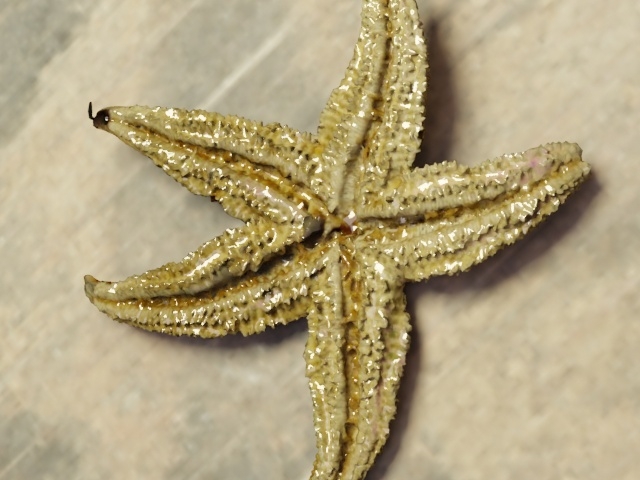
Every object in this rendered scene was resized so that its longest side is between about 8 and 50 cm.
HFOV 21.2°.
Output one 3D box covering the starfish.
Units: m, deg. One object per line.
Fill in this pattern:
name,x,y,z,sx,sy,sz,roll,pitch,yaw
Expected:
starfish,0.000,0.000,0.739,0.227,0.043,0.240,4,90,23
